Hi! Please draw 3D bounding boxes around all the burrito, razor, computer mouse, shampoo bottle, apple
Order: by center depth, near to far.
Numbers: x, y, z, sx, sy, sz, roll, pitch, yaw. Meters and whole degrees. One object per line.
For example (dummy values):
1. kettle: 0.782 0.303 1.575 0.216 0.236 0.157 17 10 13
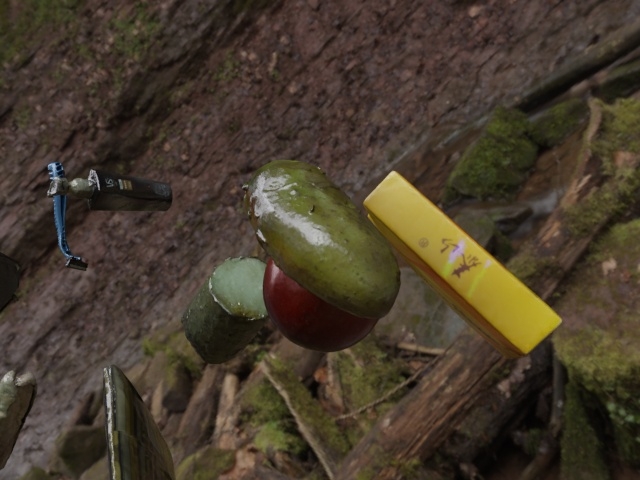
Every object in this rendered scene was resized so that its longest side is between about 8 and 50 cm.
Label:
1. burrito: -0.435 0.256 0.847 0.058 0.045 0.188 -6 -55 -62
2. apple: 0.010 0.078 1.070 0.201 0.218 0.218 -59 7 27
3. shampoo bottle: -0.364 -0.083 1.078 0.063 0.208 0.057 -50 55 31
4. computer mouse: -0.661 0.063 1.161 0.071 0.231 0.126 8 71 23
5. razor: -0.578 -0.055 1.384 0.042 0.253 0.082 -14 -9 6

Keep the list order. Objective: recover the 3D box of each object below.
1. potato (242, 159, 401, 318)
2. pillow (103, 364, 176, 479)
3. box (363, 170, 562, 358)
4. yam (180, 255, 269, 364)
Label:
1. potato: 0.000 0.000 0.890 0.176 0.298 0.141 -3 -44 -46
2. pillow: -0.214 0.288 0.756 0.052 0.212 0.208 -19 39 -10
3. box: 0.123 0.038 0.531 0.043 0.152 0.269 -47 -19 3
4. yam: -0.226 0.175 1.531 0.300 0.195 0.195 -49 7 48
